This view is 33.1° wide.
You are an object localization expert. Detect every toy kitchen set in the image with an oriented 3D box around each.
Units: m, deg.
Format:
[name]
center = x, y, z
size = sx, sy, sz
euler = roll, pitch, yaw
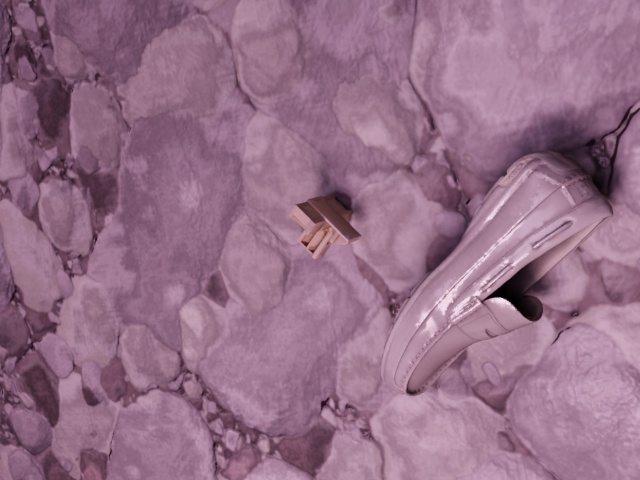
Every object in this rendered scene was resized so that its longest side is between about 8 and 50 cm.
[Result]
[toy kitchen set]
center = 0.000, 0.000, 1.230
size = 0.068, 0.083, 0.075
euler = 44, 120, 18

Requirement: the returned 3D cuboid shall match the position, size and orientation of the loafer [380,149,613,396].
[loafer]
center = 0.174, 0.054, 1.114
size = 0.111, 0.112, 0.319
euler = 47, 121, 26
